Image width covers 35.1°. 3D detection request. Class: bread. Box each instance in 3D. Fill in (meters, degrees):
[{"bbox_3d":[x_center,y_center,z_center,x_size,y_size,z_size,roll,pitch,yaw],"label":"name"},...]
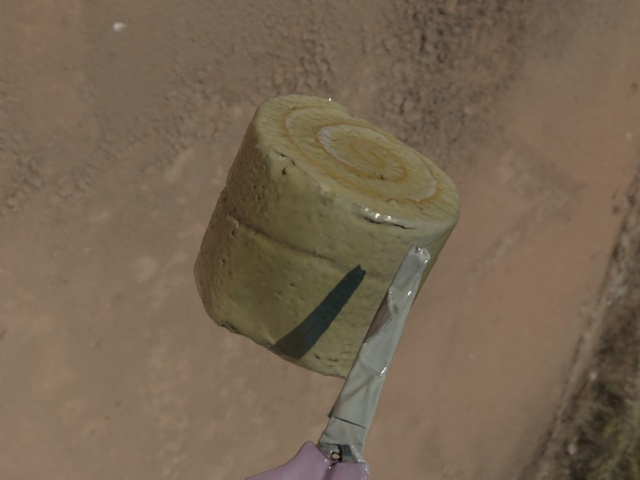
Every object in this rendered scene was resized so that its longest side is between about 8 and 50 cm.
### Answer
[{"bbox_3d":[0.000,0.000,0.664,0.134,0.148,0.141,-26,147,-53],"label":"bread"}]

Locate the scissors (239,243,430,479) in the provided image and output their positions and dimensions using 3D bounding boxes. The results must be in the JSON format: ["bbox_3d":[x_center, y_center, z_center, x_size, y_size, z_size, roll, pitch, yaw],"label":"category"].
[{"bbox_3d":[0.014,0.101,0.536,0.021,0.110,0.212,43,69,-83],"label":"scissors"}]
